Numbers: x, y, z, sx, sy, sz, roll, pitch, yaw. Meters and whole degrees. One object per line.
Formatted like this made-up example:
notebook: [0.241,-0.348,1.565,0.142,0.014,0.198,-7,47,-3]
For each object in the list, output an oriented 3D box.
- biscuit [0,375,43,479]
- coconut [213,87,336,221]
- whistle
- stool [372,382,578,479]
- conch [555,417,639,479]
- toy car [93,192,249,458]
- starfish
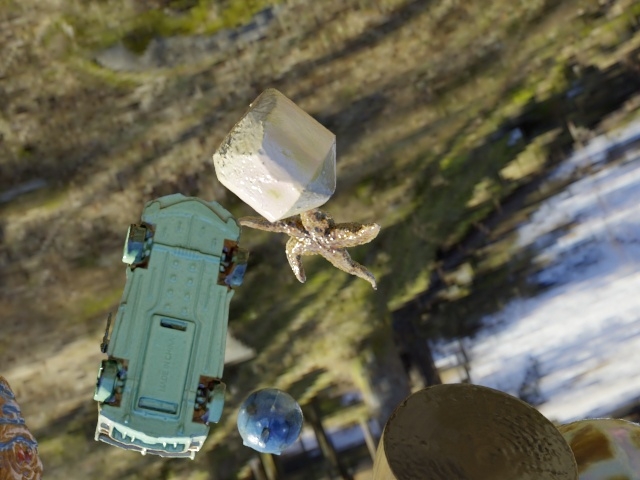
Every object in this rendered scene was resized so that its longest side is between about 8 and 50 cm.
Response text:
biscuit: [-0.434,0.324,1.859,0.043,0.280,0.183,-18,176,8]
coconut: [-0.049,-0.102,1.671,0.147,0.152,0.147,-48,-170,11]
whistle: [-0.062,0.222,1.668,0.090,0.090,0.158,-25,-165,14]
stool: [0.117,0.288,1.221,0.179,0.179,0.264,-11,133,-28]
conch: [0.317,0.288,1.370,0.368,0.197,0.249,23,-176,0]
toy car: [-0.070,0.037,0.606,0.059,0.122,0.035,12,155,-10]
starfish: [0.000,0.000,2.118,0.277,0.062,0.235,29,148,-21]
